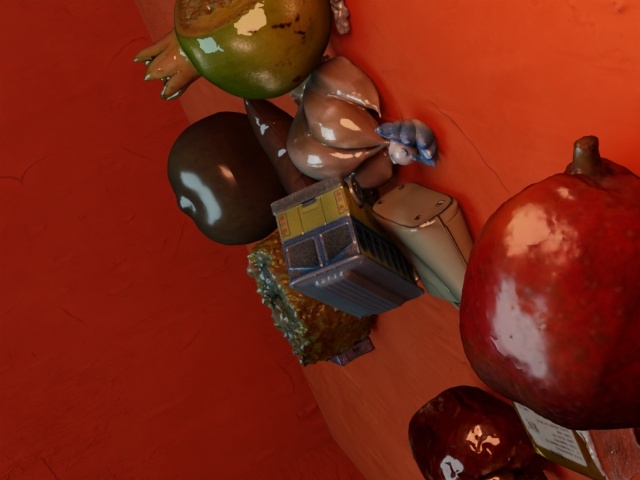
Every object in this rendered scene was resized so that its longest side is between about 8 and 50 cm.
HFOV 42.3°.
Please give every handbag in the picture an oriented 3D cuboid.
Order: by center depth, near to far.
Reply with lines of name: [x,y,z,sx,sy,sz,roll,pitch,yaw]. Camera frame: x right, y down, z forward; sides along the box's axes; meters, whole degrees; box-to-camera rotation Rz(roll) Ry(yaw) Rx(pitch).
handbag: [0.214,0.060,1.438,0.315,0.109,0.241,63,169,-23]

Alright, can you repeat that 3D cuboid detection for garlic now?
garlic: [0.050,-0.207,1.511,0.237,0.210,0.292,-58,48,35]

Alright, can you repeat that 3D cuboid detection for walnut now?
walnut: [0.309,0.390,1.580,0.221,0.244,0.269,-70,25,18]

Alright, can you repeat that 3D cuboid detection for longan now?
longan: [-0.240,-0.163,2.233,0.361,0.361,0.361,57,166,22]

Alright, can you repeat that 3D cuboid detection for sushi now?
sushi: [-0.031,0.136,2.242,0.351,0.240,0.396,56,164,25]

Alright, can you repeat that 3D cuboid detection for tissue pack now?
tissue pack: [0.373,0.260,1.250,0.183,0.092,0.226,63,166,-4]
tissue pack: [0.083,0.324,2.458,0.051,0.112,0.156,62,167,-4]

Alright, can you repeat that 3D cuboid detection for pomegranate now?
pomegranate: [-0.133,-0.350,1.435,0.216,0.359,0.309,43,-160,-40]

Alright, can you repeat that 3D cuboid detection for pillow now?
pillow: [-0.034,-0.140,1.724,0.307,0.108,0.305,59,-175,25]

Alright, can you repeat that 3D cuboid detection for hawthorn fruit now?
hawthorn fruit: [0.272,0.042,0.868,0.265,0.265,0.307,38,145,60]

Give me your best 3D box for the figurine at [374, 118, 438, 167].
figurine: [0.144,-0.152,1.311,0.114,0.079,0.114,40,-179,-1]

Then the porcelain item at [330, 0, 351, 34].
porcelain item: [0.034,-0.381,1.386,0.083,0.028,0.036,73,180,-45]

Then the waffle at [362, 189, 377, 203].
waffle: [0.065,-0.133,1.755,0.191,0.038,0.191,58,167,21]

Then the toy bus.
toy bus: [0.056,0.019,1.507,0.312,0.152,0.190,30,-139,-59]
